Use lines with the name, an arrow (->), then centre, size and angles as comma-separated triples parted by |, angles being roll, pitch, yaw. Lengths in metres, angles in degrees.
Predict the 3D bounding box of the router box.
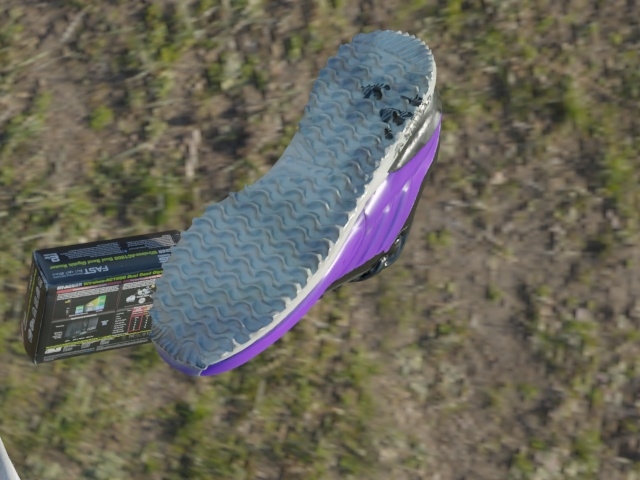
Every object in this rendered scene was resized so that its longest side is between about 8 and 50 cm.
router box -> -0.166, 0.043, 1.287 | 0.122, 0.092, 0.038 | -9, 50, -27

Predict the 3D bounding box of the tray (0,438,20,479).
tray -> -0.015, 0.124, 0.232 | 0.030, 0.270, 0.145 | -27, 106, -11

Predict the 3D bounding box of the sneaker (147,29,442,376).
sneaker -> 0.001, 0.000, 1.189 | 0.293, 0.102, 0.146 | -51, 150, -21
